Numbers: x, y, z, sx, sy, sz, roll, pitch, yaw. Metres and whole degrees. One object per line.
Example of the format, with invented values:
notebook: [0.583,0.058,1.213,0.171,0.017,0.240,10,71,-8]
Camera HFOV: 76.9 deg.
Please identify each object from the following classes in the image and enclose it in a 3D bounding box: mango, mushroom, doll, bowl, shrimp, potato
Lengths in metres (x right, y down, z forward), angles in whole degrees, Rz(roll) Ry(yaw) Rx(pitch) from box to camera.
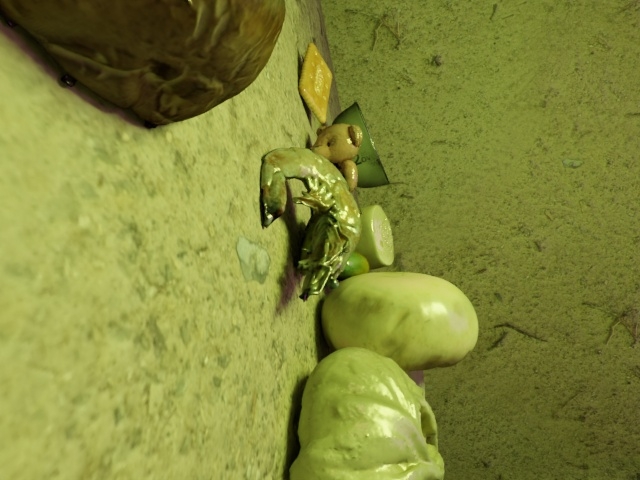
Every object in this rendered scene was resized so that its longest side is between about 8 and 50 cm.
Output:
mango: [0.067,0.069,1.089,0.195,0.130,0.091,33,73,-81]
mushroom: [-0.104,-0.188,0.334,0.286,0.152,0.155,-35,116,-79]
doll: [0.024,-0.200,1.203,0.201,0.156,0.302,17,-78,56]
bowl: [0.133,-0.361,1.648,0.354,0.185,0.353,-21,90,-78]
mushroom: [0.178,0.211,0.974,0.325,0.354,0.352,-122,-170,-50]
shrimp: [-0.018,-0.043,0.736,0.247,0.085,0.359,36,41,-28]
potato: [0.000,0.000,0.886,0.225,0.090,0.117,-70,167,-61]

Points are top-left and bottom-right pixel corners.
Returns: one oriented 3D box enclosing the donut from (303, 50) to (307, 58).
donut: [-0.017,-0.598,1.478,0.108,0.065,0.165,19,61,-79]

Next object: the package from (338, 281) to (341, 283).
package: [0.073,0.135,1.366,0.083,0.022,0.200,63,18,-59]

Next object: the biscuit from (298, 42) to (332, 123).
biscuit: [-0.011,-0.527,1.347,0.160,0.030,0.249,47,42,-46]

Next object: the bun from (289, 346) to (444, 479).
bun: [0.091,0.357,0.679,0.365,0.220,0.364,-7,90,-79]

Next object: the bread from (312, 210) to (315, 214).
bread: [0.032,-0.048,1.106,0.156,0.064,0.117,62,14,25]

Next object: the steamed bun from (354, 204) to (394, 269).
steamed bun: [0.167,-0.001,1.553,0.155,0.200,0.249,-24,101,-55]
